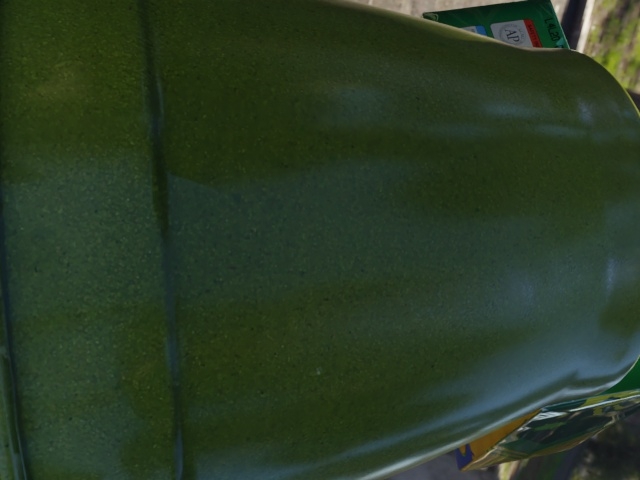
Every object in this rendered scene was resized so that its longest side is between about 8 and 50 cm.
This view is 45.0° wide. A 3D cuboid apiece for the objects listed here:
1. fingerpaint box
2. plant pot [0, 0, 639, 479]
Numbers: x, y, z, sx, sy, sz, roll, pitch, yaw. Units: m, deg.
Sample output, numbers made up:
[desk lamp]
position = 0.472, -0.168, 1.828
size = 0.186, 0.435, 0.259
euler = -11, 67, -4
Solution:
[fingerpaint box]
position = 0.219, 0.013, 0.922
size = 0.371, 0.163, 0.445
euler = 94, -14, -65
[plant pot]
position = 0.000, 0.000, 0.493
size = 0.353, 0.366, 0.366
euler = -5, 122, -13
